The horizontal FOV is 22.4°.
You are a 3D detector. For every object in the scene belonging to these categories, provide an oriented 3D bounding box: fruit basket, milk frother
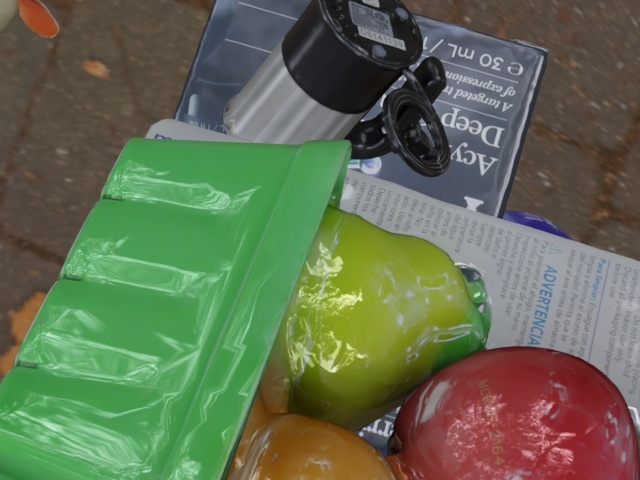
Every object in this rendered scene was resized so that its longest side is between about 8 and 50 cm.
[{"bbox_3d":[0.034,0.106,0.747,0.353,0.165,0.327,21,50,-1],"label":"fruit basket"},{"bbox_3d":[0.015,-0.081,1.104,0.129,0.143,0.135,28,132,-16],"label":"milk frother"}]

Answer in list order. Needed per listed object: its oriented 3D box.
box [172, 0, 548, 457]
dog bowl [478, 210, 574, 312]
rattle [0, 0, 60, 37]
[{"bbox_3d":[0.000,0.000,1.426,0.294,0.212,0.395,16,73,4],"label":"box"},{"bbox_3d":[0.196,0.102,1.800,0.265,0.265,0.104,-44,36,12],"label":"dog bowl"},{"bbox_3d":[-0.211,-0.181,0.926,0.130,0.200,0.142,37,116,38],"label":"rattle"}]
